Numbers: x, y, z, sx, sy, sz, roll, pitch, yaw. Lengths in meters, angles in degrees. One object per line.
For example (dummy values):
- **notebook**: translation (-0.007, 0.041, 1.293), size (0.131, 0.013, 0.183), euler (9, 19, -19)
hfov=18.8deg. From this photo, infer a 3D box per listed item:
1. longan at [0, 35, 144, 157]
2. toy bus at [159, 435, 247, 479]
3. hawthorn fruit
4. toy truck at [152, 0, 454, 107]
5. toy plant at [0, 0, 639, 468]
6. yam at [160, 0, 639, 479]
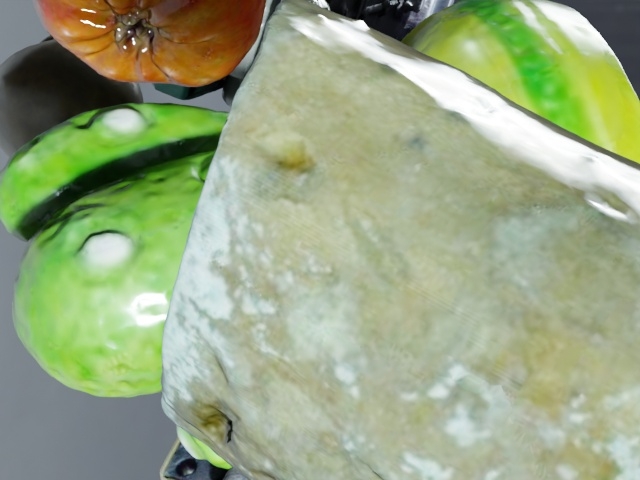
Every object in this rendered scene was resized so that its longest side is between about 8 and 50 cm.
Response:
- **longan**: translation (-0.176, -0.096, 1.315), size (0.106, 0.106, 0.119), euler (43, 17, -53)
- **toy bus**: translation (0.065, 0.163, 1.116), size (0.157, 0.290, 0.139), euler (78, 32, -44)
- **hawthorn fruit**: translation (-0.079, -0.144, 0.998), size (0.140, 0.125, 0.125), euler (-40, 128, -30)
- **toy truck**: translation (-0.016, -0.176, 1.273), size (0.363, 0.178, 0.176), euler (-25, 138, -64)
- **toy plant**: translation (0.000, 0.000, 0.970), size (0.184, 0.316, 0.224), euler (87, -16, -51)
- **yam**: translation (0.051, 0.034, 0.403), size (0.107, 0.194, 0.107), euler (-53, 166, -20)
